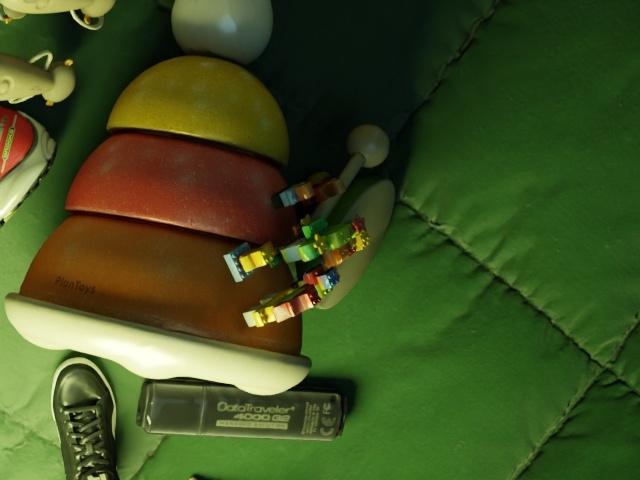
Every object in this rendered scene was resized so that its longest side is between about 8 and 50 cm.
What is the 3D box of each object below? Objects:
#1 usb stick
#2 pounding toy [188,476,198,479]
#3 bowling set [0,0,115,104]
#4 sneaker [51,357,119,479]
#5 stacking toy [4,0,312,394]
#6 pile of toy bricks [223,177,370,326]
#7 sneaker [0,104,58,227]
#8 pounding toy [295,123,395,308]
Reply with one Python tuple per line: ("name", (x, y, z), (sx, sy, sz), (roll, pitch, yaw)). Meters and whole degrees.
("usb stick", (-0.100, 0.220, 1.739), (0.278, 0.045, 0.077), (6, 98, -20))
("pounding toy", (-0.187, 0.417, 1.760), (0.269, 0.155, 0.154), (1, 135, -10))
("bowling set", (-0.319, -0.306, 1.447), (0.154, 0.200, 0.287), (-5, 138, -55))
("sneaker", (-0.278, 0.261, 1.648), (0.079, 0.121, 0.217), (-10, 110, -17))
("stacking toy", (-0.137, -0.085, 1.521), (0.350, 0.350, 0.480), (14, 87, -22))
("pile of toy bricks", (0.000, 0.000, 1.406), (0.212, 0.105, 0.118), (-36, 106, -48))
("sneaker", (-0.422, -0.037, 1.532), (0.118, 0.107, 0.279), (40, 88, -7))
("pounding toy", (0.000, -0.033, 1.648), (0.183, 0.110, 0.237), (-50, 158, -30))
